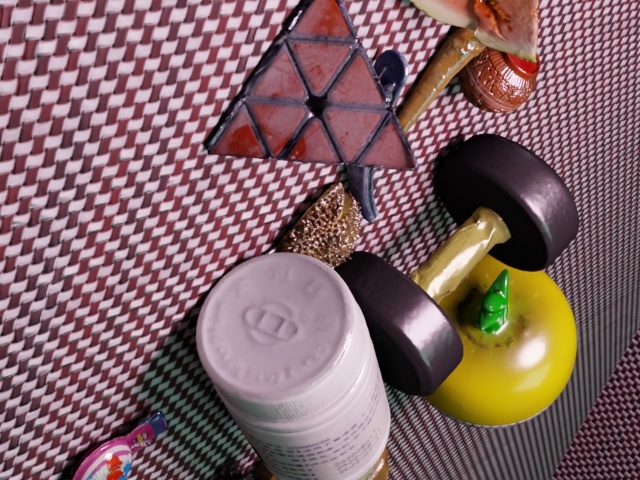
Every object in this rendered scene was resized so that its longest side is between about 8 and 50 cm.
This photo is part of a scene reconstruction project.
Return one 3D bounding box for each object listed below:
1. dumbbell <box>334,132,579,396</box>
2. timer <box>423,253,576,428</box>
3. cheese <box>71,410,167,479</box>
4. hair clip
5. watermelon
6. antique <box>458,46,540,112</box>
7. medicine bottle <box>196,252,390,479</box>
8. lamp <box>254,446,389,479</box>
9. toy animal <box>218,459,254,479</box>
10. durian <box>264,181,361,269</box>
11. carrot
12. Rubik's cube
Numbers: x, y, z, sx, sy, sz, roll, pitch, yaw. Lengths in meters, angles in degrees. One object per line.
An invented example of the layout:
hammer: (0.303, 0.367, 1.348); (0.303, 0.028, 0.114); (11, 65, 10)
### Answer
dumbbell: (0.170, 0.029, 1.583); (0.322, 0.204, 0.203); (-44, 153, -19)
timer: (0.252, 0.131, 1.770); (0.285, 0.285, 0.285); (-39, 152, -26)
cheese: (-0.235, 0.250, 1.377); (0.145, 0.038, 0.095); (-40, 153, -22)
hair clip: (0.052, -0.104, 1.408); (0.083, 0.048, 0.275); (-43, 157, -29)
watermelon: (0.132, -0.293, 1.204); (0.128, 0.159, 0.303); (-22, 156, 5)
antique: (0.218, -0.206, 1.485); (0.104, 0.104, 0.104); (-39, 152, -26)
medicine bottle: (-0.024, 0.166, 1.447); (0.190, 0.190, 0.332); (-45, 153, -15)
lamp: (0.003, 0.342, 1.765); (0.185, 0.161, 0.161); (-45, 154, -10)
toy animal: (-0.147, 0.425, 1.699); (0.148, 0.084, 0.232); (-26, 141, -45)
durian: (0.001, -0.001, 1.420); (0.140, 0.071, 0.110); (-34, 149, -25)
carrot: (0.150, -0.205, 1.437); (0.254, 0.049, 0.049); (-51, 155, 7)
Rubik's cube: (-0.021, -0.133, 1.246); (0.191, 0.211, 0.178); (-21, 177, 5)
